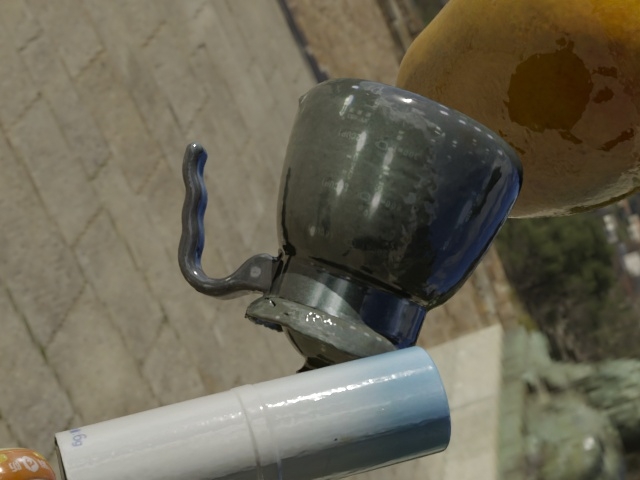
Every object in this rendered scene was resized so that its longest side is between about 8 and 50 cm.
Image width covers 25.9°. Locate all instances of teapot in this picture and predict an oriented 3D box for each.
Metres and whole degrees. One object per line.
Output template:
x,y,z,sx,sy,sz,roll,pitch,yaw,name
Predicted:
0.009,0.000,1.302,0.223,0.305,0.285,161,-50,-78,teapot

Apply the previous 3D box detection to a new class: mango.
0.244,-0.174,1.494,0.232,0.445,0.300,-29,97,-39,mango

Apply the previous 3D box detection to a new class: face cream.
-0.043,0.132,0.908,0.077,0.250,0.077,167,-90,-76,face cream

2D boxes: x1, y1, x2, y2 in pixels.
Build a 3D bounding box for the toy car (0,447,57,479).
-0.375,0.382,1.722,0.145,0.235,0.235,8,61,-54,toy car
